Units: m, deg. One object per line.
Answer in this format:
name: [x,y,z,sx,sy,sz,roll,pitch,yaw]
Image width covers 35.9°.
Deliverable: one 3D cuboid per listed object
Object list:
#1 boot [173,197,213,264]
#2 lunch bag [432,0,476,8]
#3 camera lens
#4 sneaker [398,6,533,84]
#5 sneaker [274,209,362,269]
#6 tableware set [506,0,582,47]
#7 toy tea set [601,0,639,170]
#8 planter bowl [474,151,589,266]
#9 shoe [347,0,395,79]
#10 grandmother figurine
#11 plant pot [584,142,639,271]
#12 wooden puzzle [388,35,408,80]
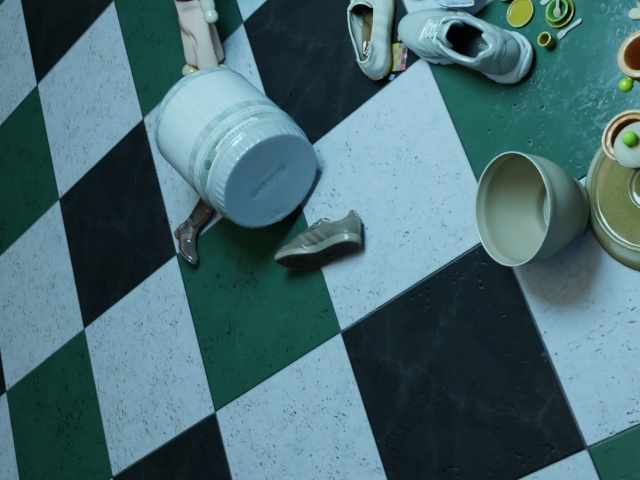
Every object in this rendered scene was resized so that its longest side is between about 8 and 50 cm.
boot: [-0.246,-0.023,2.008,0.114,0.037,0.106,-46,56,21]
lunch bag: [0.220,-0.413,1.604,0.083,0.053,0.071,6,43,29]
camera lens: [-0.163,-0.177,1.828,0.274,0.219,0.219,44,112,40]
sneaker: [0.209,-0.330,1.575,0.262,0.121,0.099,26,100,43]
sneaker: [0.000,0.000,1.761,0.188,0.066,0.071,-16,55,35]
tableware set: [0.332,-0.365,1.533,0.104,0.024,0.154,-38,59,33]
toy tea set: [0.463,-0.253,1.290,0.200,0.124,0.336,3,75,43]
planter bowl: [0.313,-0.045,1.414,0.162,0.109,0.162,3,93,61]
shoe: [0.088,-0.390,1.739,0.077,0.058,0.219,-20,64,38]
grandmother figurine: [-0.260,-0.488,1.951,0.208,0.104,0.342,24,136,36]
plant pot: [0.461,-0.073,1.348,0.236,0.032,0.236,-9,76,42]
wooden puzzle: [0.132,-0.320,1.725,0.049,0.006,0.083,3,84,44]
